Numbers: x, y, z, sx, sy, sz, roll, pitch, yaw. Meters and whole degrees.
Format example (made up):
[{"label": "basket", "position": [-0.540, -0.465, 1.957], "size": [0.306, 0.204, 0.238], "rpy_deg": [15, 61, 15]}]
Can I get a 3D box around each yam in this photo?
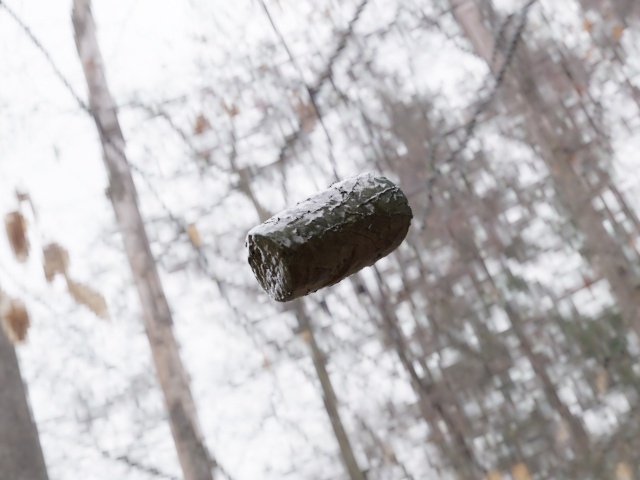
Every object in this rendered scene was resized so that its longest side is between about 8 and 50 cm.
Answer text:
[{"label": "yam", "position": [0.000, 0.000, 1.650], "size": [0.183, 0.107, 0.107], "rpy_deg": [-25, -28, -43]}]
